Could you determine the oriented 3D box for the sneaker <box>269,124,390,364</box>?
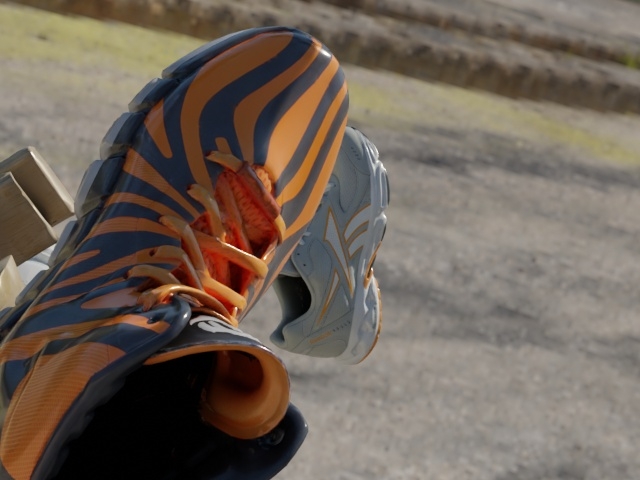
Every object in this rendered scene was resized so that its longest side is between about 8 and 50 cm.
[{"bbox_3d":[0.000,0.000,1.594,0.121,0.262,0.099,5,-10,-29],"label":"sneaker"}]

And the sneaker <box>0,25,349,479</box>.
[{"bbox_3d":[-0.050,0.026,0.672,0.124,0.321,0.180,46,-25,-28],"label":"sneaker"}]

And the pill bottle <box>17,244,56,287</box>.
[{"bbox_3d":[-0.315,0.095,1.534,0.131,0.131,0.229,13,39,-15],"label":"pill bottle"}]

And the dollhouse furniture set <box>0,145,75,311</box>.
[{"bbox_3d":[-0.254,0.195,1.142,0.394,0.256,0.362,55,15,-19],"label":"dollhouse furniture set"}]
